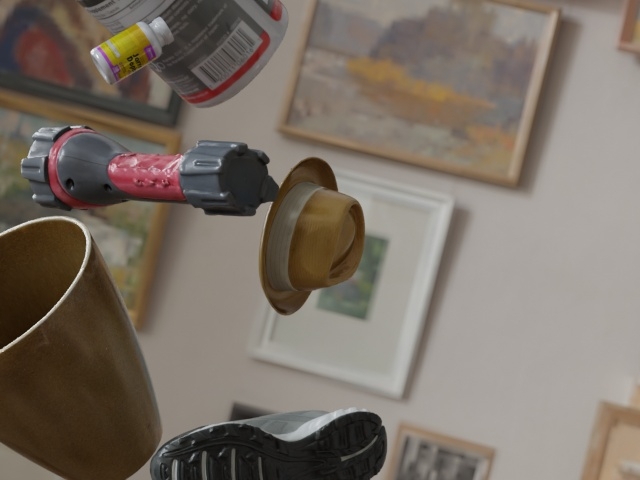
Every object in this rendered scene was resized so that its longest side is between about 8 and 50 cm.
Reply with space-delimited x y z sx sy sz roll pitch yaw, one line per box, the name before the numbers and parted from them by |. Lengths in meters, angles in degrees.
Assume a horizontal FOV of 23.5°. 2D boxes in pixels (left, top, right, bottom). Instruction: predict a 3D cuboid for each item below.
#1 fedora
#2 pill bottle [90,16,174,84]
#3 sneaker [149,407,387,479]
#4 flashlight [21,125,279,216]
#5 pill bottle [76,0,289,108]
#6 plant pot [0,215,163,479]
fedora | 0.000 0.000 1.793 0.079 0.194 0.194 11 -5 26
pill bottle | -0.197 -0.202 1.624 0.043 0.083 0.043 54 -10 15
sneaker | -0.062 0.231 1.612 0.271 0.100 0.108 -2 1 -37
flashlight | -0.196 -0.076 1.693 0.304 0.103 0.103 4 33 41
pill bottle | -0.184 -0.294 1.728 0.283 0.161 0.161 42 -18 -27
plant pot | -0.287 0.146 1.672 0.237 0.237 0.254 9 -41 47
